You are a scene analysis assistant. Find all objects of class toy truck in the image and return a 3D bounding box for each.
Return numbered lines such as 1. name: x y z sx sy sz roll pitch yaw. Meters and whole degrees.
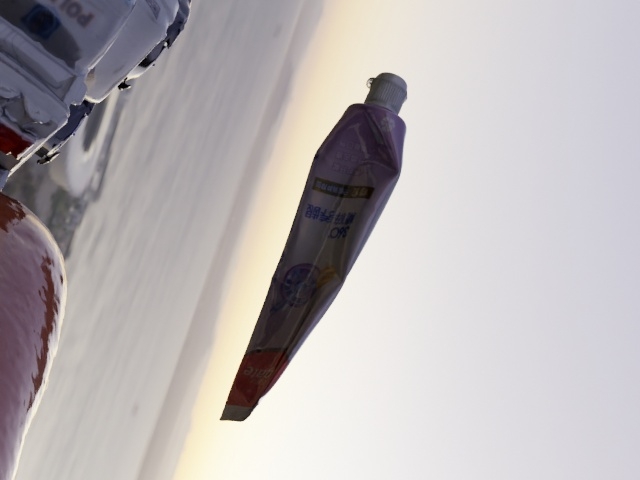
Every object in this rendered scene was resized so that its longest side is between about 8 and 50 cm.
1. toy truck: -0.189 -0.101 0.549 0.213 0.161 0.177 -34 -146 32

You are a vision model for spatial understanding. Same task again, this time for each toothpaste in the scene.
1. toothpaste: 0.000 0.000 0.739 0.075 0.048 0.301 5 -117 44

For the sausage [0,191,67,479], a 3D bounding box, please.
1. sausage: -0.174 0.061 0.406 0.259 0.113 0.114 -95 -158 -56
